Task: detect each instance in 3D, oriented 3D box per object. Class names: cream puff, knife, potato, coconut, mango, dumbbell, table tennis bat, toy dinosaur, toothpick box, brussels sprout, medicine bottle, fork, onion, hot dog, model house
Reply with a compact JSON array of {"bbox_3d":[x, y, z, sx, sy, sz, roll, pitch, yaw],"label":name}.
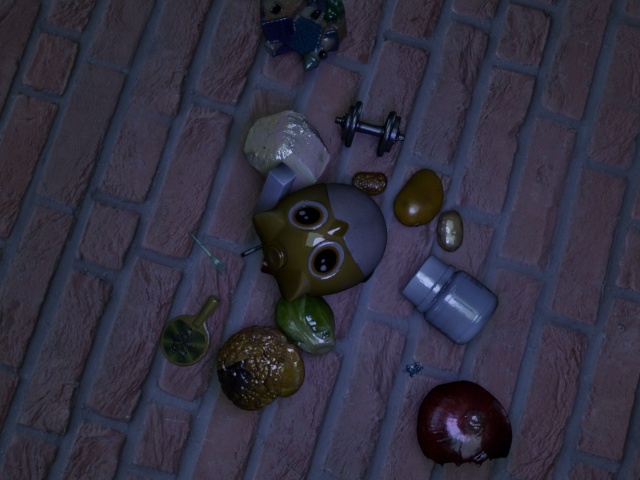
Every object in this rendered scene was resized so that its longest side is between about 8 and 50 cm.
[{"bbox_3d":[-0.240,0.486,1.711,0.342,0.231,0.328,16,106,32],"label":"cream puff"},{"bbox_3d":[-0.273,0.038,1.894,0.121,0.031,0.018,-24,85,-7],"label":"knife"},{"bbox_3d":[0.528,-0.038,1.870,0.107,0.080,0.171,-1,88,-8],"label":"potato"},{"bbox_3d":[-0.115,-0.336,1.798,0.297,0.309,0.298,-16,58,27],"label":"coconut"},{"bbox_3d":[0.407,-0.165,1.854,0.175,0.139,0.255,39,80,0],"label":"mango"},{"bbox_3d":[0.199,-0.449,1.853,0.289,0.192,0.192,16,85,0],"label":"dumbbell"},{"bbox_3d":[-0.514,0.360,1.861,0.198,0.050,0.321,36,90,5],"label":"table tennis bat"},{"bbox_3d":[0.373,0.517,1.847,0.083,0.030,0.047,-26,84,-3],"label":"toy dinosaur"},{"bbox_3d":[0.000,0.000,1.668,0.425,0.409,0.409,-20,84,-33],"label":"toothpick box"},{"bbox_3d":[-0.049,0.318,1.767,0.210,0.219,0.271,-33,60,-1],"label":"brussels sprout"},{"bbox_3d":[0.490,0.221,1.766,0.306,0.245,0.245,38,86,11],"label":"medicine bottle"},{"bbox_3d":[-0.465,0.048,1.898,0.039,0.021,0.235,-42,85,-7],"label":"fork"},{"bbox_3d":[0.528,0.681,1.706,0.340,0.341,0.342,0,85,0],"label":"onion"},{"bbox_3d":[0.203,-0.238,1.897,0.147,0.065,0.099,0,85,11],"label":"hot dog"},{"bbox_3d":[-0.089,-0.861,1.863,0.312,0.245,0.280,37,82,13],"label":"model house"}]

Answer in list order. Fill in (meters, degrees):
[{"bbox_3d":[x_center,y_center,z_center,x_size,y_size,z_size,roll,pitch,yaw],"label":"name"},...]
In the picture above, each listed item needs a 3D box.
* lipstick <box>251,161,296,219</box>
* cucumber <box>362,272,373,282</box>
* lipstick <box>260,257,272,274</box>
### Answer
[{"bbox_3d":[-0.182,-0.156,1.740,0.080,0.371,0.076,44,60,6],"label":"lipstick"},{"bbox_3d":[0.210,0.067,1.873,0.069,0.069,0.228,24,81,2],"label":"cucumber"},{"bbox_3d":[-0.121,0.127,1.860,0.240,0.080,0.080,17,85,2],"label":"lipstick"}]
